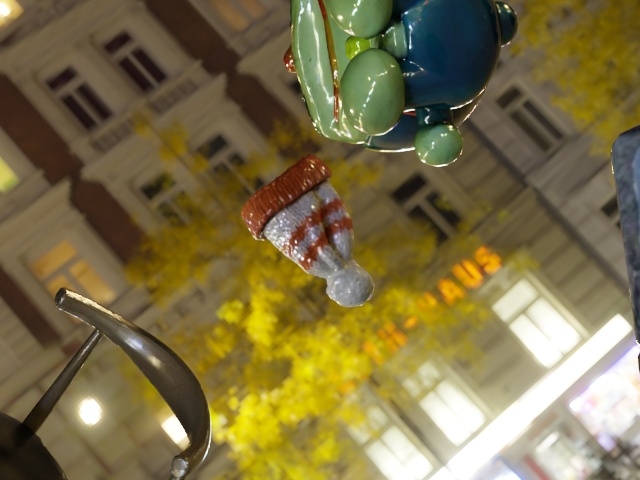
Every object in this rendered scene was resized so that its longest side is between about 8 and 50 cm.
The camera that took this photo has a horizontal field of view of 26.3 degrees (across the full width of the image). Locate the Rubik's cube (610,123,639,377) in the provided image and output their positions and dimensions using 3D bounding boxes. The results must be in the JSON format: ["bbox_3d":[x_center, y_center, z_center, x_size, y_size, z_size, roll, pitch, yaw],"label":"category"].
[{"bbox_3d":[0.328,0.084,0.525,0.301,0.305,0.304,-23,-30,38],"label":"Rubik's cube"}]

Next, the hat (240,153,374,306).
[{"bbox_3d":[0.000,0.000,1.480,0.112,0.162,0.093,-36,-12,-20],"label":"hat"}]

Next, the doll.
[{"bbox_3d":[0.070,-0.172,1.210,0.186,0.198,0.322,-9,13,-9],"label":"doll"}]

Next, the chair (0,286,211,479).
[{"bbox_3d":[-0.220,0.172,0.932,0.272,0.188,0.166,-49,-37,9],"label":"chair"}]
